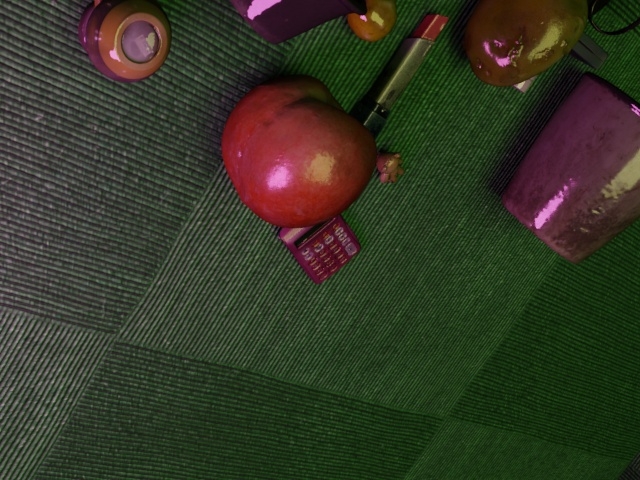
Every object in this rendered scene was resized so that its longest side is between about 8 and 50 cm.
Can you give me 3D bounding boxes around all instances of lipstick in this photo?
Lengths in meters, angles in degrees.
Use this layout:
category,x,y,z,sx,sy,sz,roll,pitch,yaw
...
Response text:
category,x,y,z,sx,sy,sz,roll,pitch,yaw
lipstick,0.127,-0.283,1.670,0.051,0.051,0.312,25,102,-41

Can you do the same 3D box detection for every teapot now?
category,x,y,z,sx,sy,sz,roll,pitch,yaw
teapot,-0.287,-0.311,1.318,0.130,0.119,0.165,-28,124,-26

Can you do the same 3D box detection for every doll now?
category,x,y,z,sx,sy,sz,roll,pitch,yaw
doll,0.138,-0.137,1.775,0.061,0.051,0.093,-51,136,-3

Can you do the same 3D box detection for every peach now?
category,x,y,z,sx,sy,sz,roll,pitch,yaw
peach,-0.040,-0.141,1.518,0.252,0.252,0.252,-18,129,-24

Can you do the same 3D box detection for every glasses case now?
category,x,y,z,sx,sy,sz,roll,pitch,yaw
glasses case,0.492,-0.402,1.813,0.184,0.078,0.039,23,106,-42

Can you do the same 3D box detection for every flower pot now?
category,x,y,z,sx,sy,sz,roll,pitch,yaw
flower pot,0.559,-0.141,1.916,0.294,0.293,0.330,28,110,-43
flower pot,-0.056,-0.393,1.377,0.148,0.235,0.235,-34,137,19

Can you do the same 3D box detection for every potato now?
category,x,y,z,sx,sy,sz,roll,pitch,yaw
potato,0.372,-0.393,1.666,0.253,0.186,0.148,-57,148,6

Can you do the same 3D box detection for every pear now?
category,x,y,z,sx,sy,sz,roll,pitch,yaw
pear,0.086,-0.381,1.547,0.097,0.092,0.092,16,110,-41

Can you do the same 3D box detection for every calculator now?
category,x,y,z,sx,sy,sz,roll,pitch,yaw
calculator,0.000,0.000,1.791,0.127,0.034,0.190,-40,140,-5

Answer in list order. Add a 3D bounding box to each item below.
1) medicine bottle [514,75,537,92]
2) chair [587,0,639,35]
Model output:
category,x,y,z,sx,sy,sz,roll,pitch,yaw
medicine bottle,0.406,-0.342,1.811,0.057,0.057,0.089,22,106,-42
chair,0.622,-0.444,1.650,0.227,0.401,0.226,-18,127,-25
